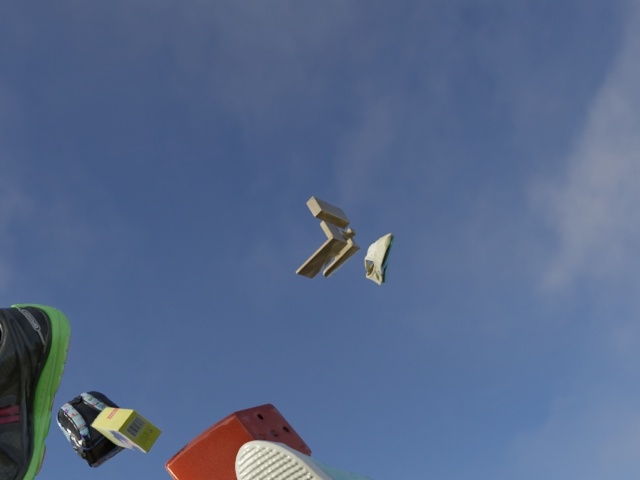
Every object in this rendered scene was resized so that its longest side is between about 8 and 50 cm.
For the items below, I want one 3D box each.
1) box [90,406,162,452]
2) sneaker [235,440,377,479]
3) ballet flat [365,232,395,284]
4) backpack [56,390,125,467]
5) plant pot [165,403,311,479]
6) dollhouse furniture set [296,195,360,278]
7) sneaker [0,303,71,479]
[{"bbox_3d":[-0.432,0.415,1.816,0.087,0.058,0.232,42,-25,-15],"label":"box"},{"bbox_3d":[0.021,0.464,1.467,0.135,0.365,0.150,-66,-23,3],"label":"sneaker"},{"bbox_3d":[0.115,0.037,1.651,0.052,0.057,0.168,19,-33,11],"label":"ballet flat"},{"bbox_3d":[-0.601,0.488,2.168,0.158,0.173,0.117,-35,-39,-35],"label":"backpack"},{"bbox_3d":[-0.183,0.575,2.126,0.236,0.267,0.267,-52,-25,17],"label":"plant pot"},{"bbox_3d":[0.000,0.000,1.929,0.123,0.151,0.144,-45,-38,19],"label":"dollhouse furniture set"},{"bbox_3d":[-0.622,0.346,1.572,0.202,0.483,0.185,16,-33,-20],"label":"sneaker"}]
